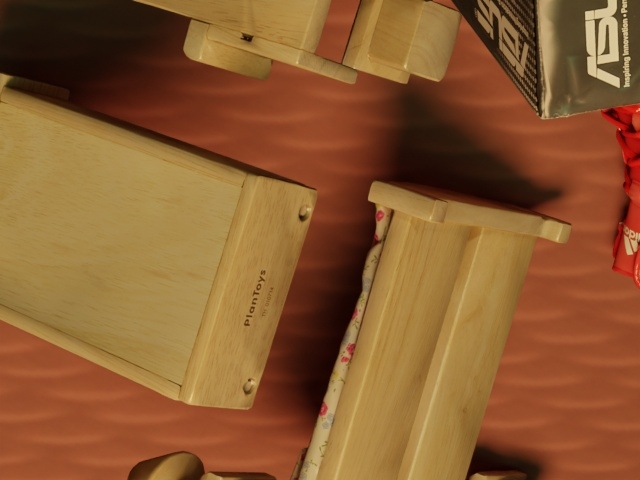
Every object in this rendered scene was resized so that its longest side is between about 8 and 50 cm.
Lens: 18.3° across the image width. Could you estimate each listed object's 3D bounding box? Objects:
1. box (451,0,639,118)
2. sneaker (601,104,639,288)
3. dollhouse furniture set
[{"bbox_3d":[0.079,-0.200,0.836,0.060,0.270,0.216,-8,117,-7],"label":"box"},{"bbox_3d":[0.173,-0.041,1.031,0.221,0.087,0.128,32,105,-20],"label":"sneaker"},{"bbox_3d":[0.000,0.000,1.027,0.355,0.174,0.303,10,99,-55],"label":"dollhouse furniture set"}]
